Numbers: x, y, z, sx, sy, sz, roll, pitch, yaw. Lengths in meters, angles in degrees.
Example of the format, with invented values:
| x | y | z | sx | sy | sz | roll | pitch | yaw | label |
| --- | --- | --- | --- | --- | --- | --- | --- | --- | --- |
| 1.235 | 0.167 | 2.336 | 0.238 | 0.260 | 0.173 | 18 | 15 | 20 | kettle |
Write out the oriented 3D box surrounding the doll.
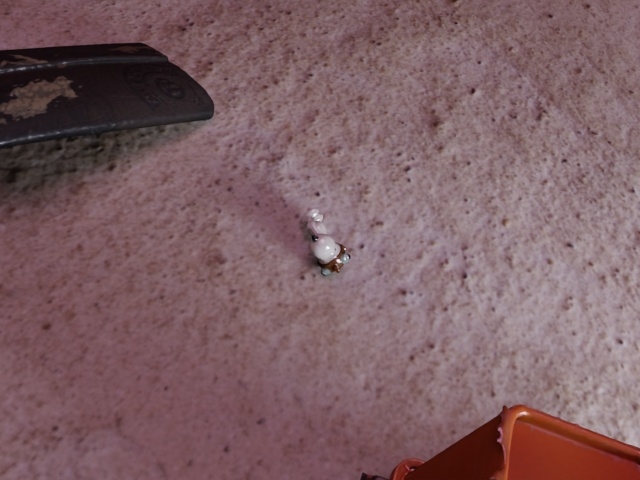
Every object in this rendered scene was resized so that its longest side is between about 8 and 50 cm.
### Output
| x | y | z | sx | sy | sz | roll | pitch | yaw | label |
| --- | --- | --- | --- | --- | --- | --- | --- | --- | --- |
| 0.002 | 0.002 | 0.768 | 0.040 | 0.058 | 0.085 | -34 | 28 | 5 | doll |

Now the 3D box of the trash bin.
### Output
| x | y | z | sx | sy | sz | roll | pitch | yaw | label |
| --- | --- | --- | --- | --- | --- | --- | --- | --- | --- |
| 0.127 | 0.228 | 0.495 | 0.184 | 0.239 | 0.161 | 19 | 51 | 2 | trash bin |

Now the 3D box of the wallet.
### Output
| x | y | z | sx | sy | sz | roll | pitch | yaw | label |
| --- | --- | --- | --- | --- | --- | --- | --- | --- | --- |
| -0.286 | -0.185 | 0.773 | 0.170 | 0.044 | 0.321 | 42 | 34 | 18 | wallet |
